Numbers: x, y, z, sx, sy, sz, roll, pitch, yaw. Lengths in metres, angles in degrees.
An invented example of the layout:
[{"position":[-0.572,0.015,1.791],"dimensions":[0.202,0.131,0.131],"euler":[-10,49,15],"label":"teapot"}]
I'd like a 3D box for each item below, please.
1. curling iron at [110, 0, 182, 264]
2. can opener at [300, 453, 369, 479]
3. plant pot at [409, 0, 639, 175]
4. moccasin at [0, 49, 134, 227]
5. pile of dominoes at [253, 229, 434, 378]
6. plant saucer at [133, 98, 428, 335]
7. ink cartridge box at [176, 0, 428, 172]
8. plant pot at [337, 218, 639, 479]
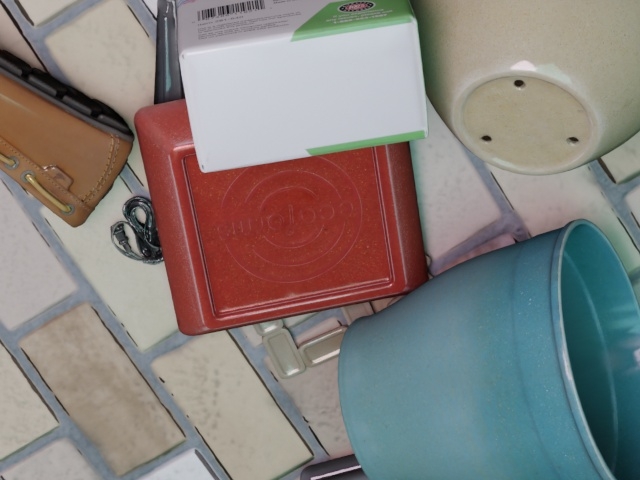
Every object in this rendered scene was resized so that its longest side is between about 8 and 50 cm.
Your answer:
[{"position":[-0.161,-0.101,1.912],"dimensions":[0.068,0.035,0.274],"euler":[6,111,-7],"label":"curling iron"},{"position":[0.124,0.254,2.052],"dimensions":[0.283,0.076,0.095],"euler":[-15,112,3],"label":"can opener"},{"position":[0.200,-0.171,1.764],"dimensions":[0.284,0.191,0.284],"euler":[10,140,8],"label":"plant pot"},{"position":[-0.363,-0.137,1.838],"dimensions":[0.380,0.139,0.147],"euler":[30,97,-25],"label":"moccasin"},{"position":[0.000,0.000,1.976],"dimensions":[0.196,0.040,0.251],"euler":[-23,119,4],"label":"pile of dominoes"},{"position":[-0.031,-0.028,1.907],"dimensions":[0.258,0.048,0.259],"euler":[-11,120,-3],"label":"plant saucer"},{"position":[-0.022,-0.176,1.765],"dimensions":[0.201,0.278,0.117],"euler":[-9,114,-1],"label":"ink cartridge box"},{"position":[0.165,0.140,1.907],"dimensions":[0.255,0.272,0.272],"euler":[-14,113,24],"label":"plant pot"}]
